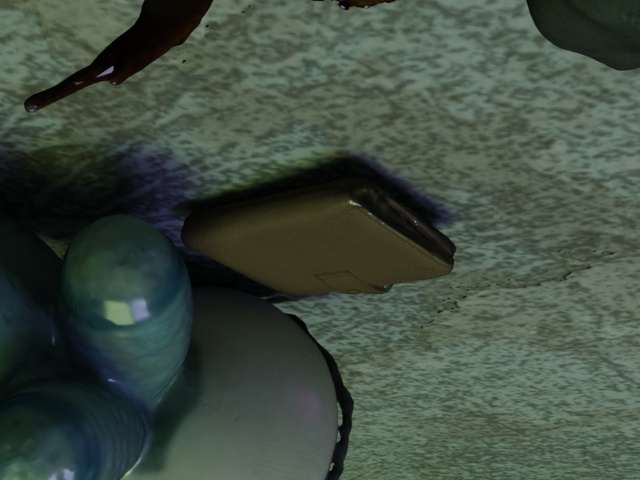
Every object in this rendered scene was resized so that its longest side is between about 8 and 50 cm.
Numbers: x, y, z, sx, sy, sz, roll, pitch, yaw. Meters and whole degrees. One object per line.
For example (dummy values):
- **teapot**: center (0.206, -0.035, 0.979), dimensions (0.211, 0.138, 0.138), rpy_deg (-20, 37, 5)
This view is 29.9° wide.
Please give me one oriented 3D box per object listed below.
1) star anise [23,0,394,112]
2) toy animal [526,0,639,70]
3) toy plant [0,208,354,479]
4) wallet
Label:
- **star anise**: center (-0.026, -0.098, 0.431), dimensions (0.141, 0.144, 0.158), rpy_deg (-3, 155, -1)
- **toy animal**: center (0.105, -0.137, 0.320), dimensions (0.082, 0.137, 0.269), rpy_deg (7, 164, 4)
- **toy plant**: center (-0.160, 0.086, 0.772), dimensions (0.247, 0.247, 0.332), rpy_deg (-10, 150, 31)
- **wallet**: center (0.000, 0.000, 0.761), dimensions (0.153, 0.038, 0.118), rpy_deg (-11, 147, 39)
